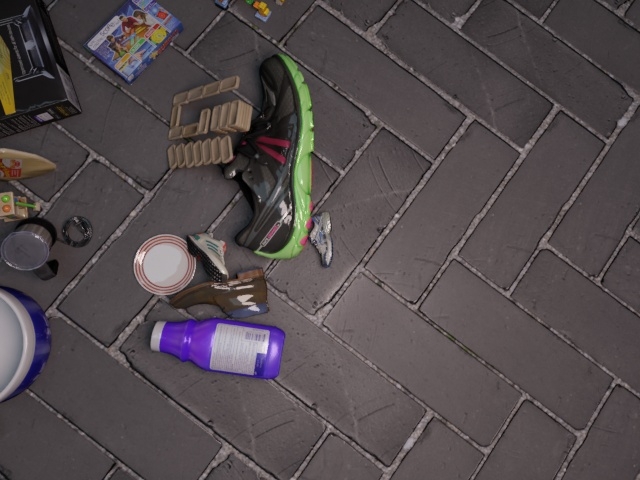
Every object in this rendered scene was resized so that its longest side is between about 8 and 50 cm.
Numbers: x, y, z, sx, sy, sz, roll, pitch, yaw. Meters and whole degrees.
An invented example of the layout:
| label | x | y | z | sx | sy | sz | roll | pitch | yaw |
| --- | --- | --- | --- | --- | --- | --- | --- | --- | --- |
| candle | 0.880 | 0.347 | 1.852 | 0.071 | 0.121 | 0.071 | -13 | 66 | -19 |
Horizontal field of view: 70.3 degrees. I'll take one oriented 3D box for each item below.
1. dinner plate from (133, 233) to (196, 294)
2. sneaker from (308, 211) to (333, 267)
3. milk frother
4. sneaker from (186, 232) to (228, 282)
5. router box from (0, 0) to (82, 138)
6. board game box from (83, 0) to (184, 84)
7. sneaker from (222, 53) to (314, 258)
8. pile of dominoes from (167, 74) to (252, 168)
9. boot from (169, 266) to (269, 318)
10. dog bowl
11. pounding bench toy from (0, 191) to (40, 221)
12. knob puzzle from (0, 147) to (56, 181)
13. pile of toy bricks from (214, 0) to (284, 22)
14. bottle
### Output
| label | x | y | z | sx | sy | sz | roll | pitch | yaw |
| --- | --- | --- | --- | --- | --- | --- | --- | --- | --- |
| dinner plate | -0.360 | 0.056 | 1.055 | 0.141 | 0.017 | 0.141 | 1 | 81 | -5 |
| sneaker | 0.000 | 0.000 | 1.080 | 0.058 | 0.052 | 0.135 | -5 | 75 | 5 |
| milk frother | -0.586 | -0.002 | 0.986 | 0.143 | 0.135 | 0.129 | -44 | 118 | -6 |
| sneaker | -0.235 | 0.029 | 1.019 | 0.075 | 0.057 | 0.161 | -21 | 45 | -35 |
| router box | -0.736 | -0.411 | 1.060 | 0.243 | 0.081 | 0.308 | -20 | 84 | -7 |
| board game box | -0.457 | -0.501 | 1.117 | 0.136 | 0.035 | 0.201 | 39 | 81 | 2 |
| sneaker | -0.120 | -0.200 | 1.027 | 0.202 | 0.185 | 0.482 | 1 | 81 | -8 |
| pile of dominoes | -0.260 | -0.258 | 1.042 | 0.251 | 0.040 | 0.196 | 1 | 81 | 38 |
| boot | -0.221 | 0.141 | 1.022 | 0.219 | 0.082 | 0.106 | -18 | 81 | -8 |
| dog bowl | -0.728 | 0.223 | 0.960 | 0.265 | 0.104 | 0.264 | 1 | 82 | -4 |
| pounding bench toy | -0.689 | -0.078 | 1.025 | 0.083 | 0.065 | 0.052 | -10 | 83 | -6 |
| knob puzzle | -0.685 | -0.170 | 0.984 | 0.213 | 0.213 | 0.030 | -10 | 83 | -6 |
| pile of toy bricks | -0.199 | -0.636 | 1.120 | 0.212 | 0.105 | 0.118 | 29 | 81 | 0 |
| bottle | -0.223 | 0.231 | 1.003 | 0.283 | 0.092 | 0.118 | 8 | 81 | -3 |
